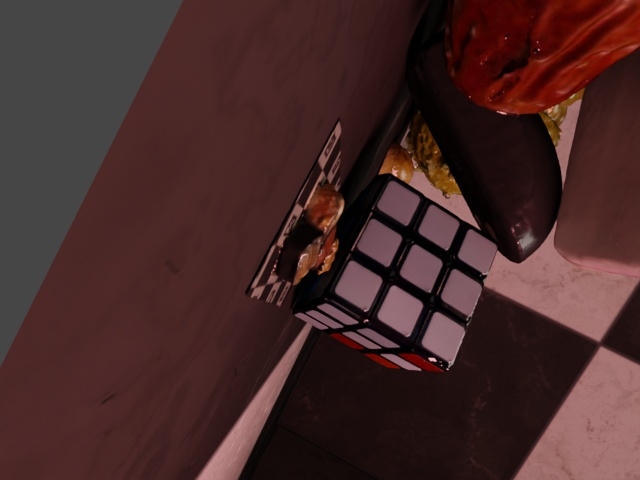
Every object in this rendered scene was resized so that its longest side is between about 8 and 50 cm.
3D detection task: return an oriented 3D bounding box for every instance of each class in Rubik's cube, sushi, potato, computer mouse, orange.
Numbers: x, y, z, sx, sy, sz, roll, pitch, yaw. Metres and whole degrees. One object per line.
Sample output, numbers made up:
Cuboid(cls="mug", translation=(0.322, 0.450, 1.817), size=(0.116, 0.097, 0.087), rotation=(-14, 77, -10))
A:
Cuboid(cls="Rubik's cube", translation=(0.079, 0.045, 0.539), size=(0.160, 0.163, 0.162), rotation=(-61, -173, -19))
Cuboid(cls="sushi", translation=(0.000, 0.000, 0.395), size=(0.139, 0.031, 0.201), rotation=(-63, 173, -8))
Cuboid(cls="potato", translation=(0.149, -0.137, 0.890), size=(0.103, 0.066, 0.096), rotation=(93, 21, -69))
Cuboid(cls="computer mouse", translation=(0.195, -0.110, 0.515), size=(0.100, 0.269, 0.170), rotation=(-27, -177, 7))
Cuboid(cls="orange", translation=(0.291, -0.234, 0.863), size=(0.301, 0.223, 0.300), rotation=(7, -101, 57))

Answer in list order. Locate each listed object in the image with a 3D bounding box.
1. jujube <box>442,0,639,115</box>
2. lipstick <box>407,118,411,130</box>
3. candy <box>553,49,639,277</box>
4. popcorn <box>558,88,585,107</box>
Cuboid(cls="jujube", translation=(0.176, -0.210, 0.281), size=(0.197, 0.197, 0.290), rotation=(-59, 173, -31))
Cuboid(cls="lipstick", translation=(0.319, -0.414, 1.069), size=(0.371, 0.076, 0.080), rotation=(-63, 175, -9))
Cuboid(cls="candy", translation=(0.330, -0.132, 0.359), size=(0.208, 0.145, 0.359), rotation=(-111, -150, -84))
Cuboid(cls="popcorn", translation=(0.294, -0.311, 0.611), size=(0.206, 0.251, 0.237), rotation=(-50, -171, 11))
